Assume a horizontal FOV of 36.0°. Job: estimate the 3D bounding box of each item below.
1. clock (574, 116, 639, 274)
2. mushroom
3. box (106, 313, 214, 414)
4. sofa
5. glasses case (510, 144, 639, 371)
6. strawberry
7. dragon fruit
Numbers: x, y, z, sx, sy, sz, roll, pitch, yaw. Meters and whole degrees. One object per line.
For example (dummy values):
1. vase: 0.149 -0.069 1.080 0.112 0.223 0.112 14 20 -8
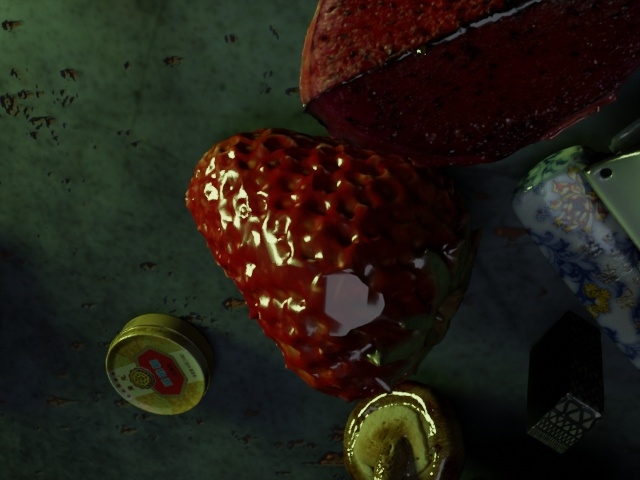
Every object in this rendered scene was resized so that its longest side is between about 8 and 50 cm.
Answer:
1. clock: 0.329 -0.053 0.694 0.253 0.083 0.186 -38 107 14
2. mushroom: 0.077 0.189 0.921 0.127 0.127 0.087 -27 156 26
3. box: -0.158 0.123 0.976 0.106 0.037 0.105 6 122 10
4. sofa: 0.208 0.120 0.840 0.039 0.118 0.060 34 122 -7
5. glasses case: 0.254 0.030 0.805 0.087 0.065 0.248 -36 107 23
6. strawberry: 0.000 0.000 0.800 0.244 0.205 0.205 32 126 19
7. dragon fruit: 0.120 -0.158 0.681 0.262 0.163 0.189 -20 86 20
